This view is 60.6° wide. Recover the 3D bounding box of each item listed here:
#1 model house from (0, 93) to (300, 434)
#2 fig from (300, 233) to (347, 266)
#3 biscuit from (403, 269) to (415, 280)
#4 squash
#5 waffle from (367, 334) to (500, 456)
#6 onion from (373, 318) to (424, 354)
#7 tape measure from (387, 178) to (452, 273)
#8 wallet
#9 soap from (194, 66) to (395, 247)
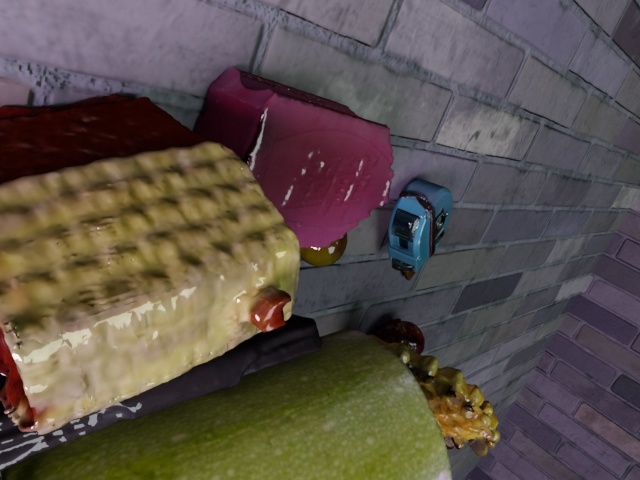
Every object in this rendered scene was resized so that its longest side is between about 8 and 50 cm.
[{"bbox_3d":[-0.150,0.010,0.387,0.196,0.254,0.160,-22,128,-39],"label":"model house"},{"bbox_3d":[0.000,0.000,0.729,0.074,0.074,0.088,-47,168,-11],"label":"fig"},{"bbox_3d":[0.175,0.033,1.018,0.082,0.016,0.092,-20,134,-48],"label":"biscuit"},{"bbox_3d":[-0.092,0.260,0.531,0.384,0.263,0.263,-12,129,-31],"label":"squash"},{"bbox_3d":[0.180,0.279,0.991,0.062,0.329,0.329,-55,149,-26],"label":"waffle"},{"bbox_3d":[0.150,0.197,1.067,0.107,0.097,0.107,-1,140,-1],"label":"onion"},{"bbox_3d":[0.160,-0.032,0.888,0.125,0.081,0.146,-48,148,-29],"label":"tape measure"},{"bbox_3d":[-0.173,0.110,0.503,0.377,0.197,0.051,-10,103,-48],"label":"wallet"},{"bbox_3d":[-0.021,-0.083,0.610,0.250,0.099,0.162,-2,113,-50],"label":"soap"}]
